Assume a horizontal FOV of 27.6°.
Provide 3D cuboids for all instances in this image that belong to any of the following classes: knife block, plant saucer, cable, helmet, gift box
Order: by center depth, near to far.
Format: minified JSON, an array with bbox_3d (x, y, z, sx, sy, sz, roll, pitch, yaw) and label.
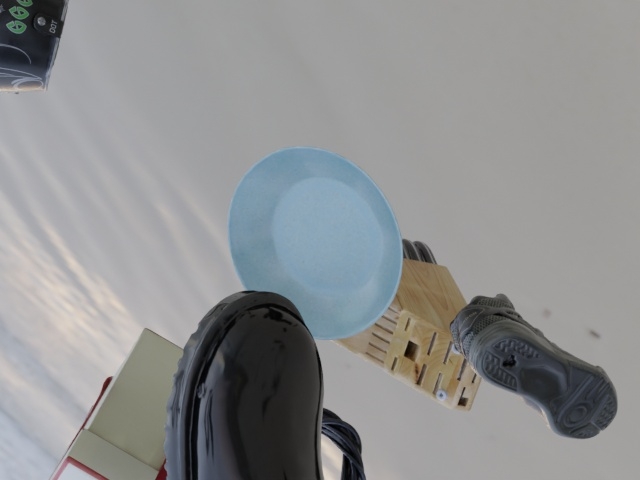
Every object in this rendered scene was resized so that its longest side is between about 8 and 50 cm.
[{"bbox_3d":[0.000,0.000,1.272,0.195,0.037,0.195,9,109,28],"label":"plant saucer"},{"bbox_3d":[-0.145,0.281,1.283,0.276,0.258,0.255,28,123,-2],"label":"gift box"},{"bbox_3d":[-0.373,-0.246,1.463,0.161,0.169,0.169,14,165,-14],"label":"helmet"},{"bbox_3d":[-0.032,0.260,1.481,0.184,0.150,0.047,12,162,31],"label":"cable"},{"bbox_3d":[0.128,0.082,1.625,0.276,0.242,0.088,28,116,26],"label":"knife block"}]

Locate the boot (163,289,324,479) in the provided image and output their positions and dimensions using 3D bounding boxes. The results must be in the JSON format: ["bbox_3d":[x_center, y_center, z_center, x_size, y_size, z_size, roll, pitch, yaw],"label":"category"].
[{"bbox_3d":[0.004,0.211,0.982,0.131,0.348,0.260,12,171,-42],"label":"boot"}]

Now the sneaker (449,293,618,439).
[{"bbox_3d":[0.222,0.126,1.385,0.227,0.087,0.130,31,-165,-32],"label":"sneaker"}]
